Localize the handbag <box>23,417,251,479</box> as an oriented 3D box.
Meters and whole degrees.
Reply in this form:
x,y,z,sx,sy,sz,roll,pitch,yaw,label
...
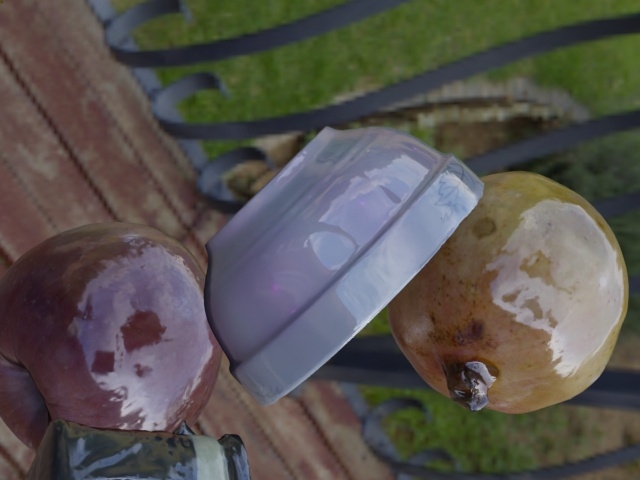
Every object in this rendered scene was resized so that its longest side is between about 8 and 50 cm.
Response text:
x,y,z,sx,sy,sz,roll,pitch,yaw,label
-0.151,0.247,1.273,0.181,0.254,0.181,8,51,-19,handbag

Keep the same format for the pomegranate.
x,y,z,sx,sy,sz,roll,pitch,yaw,label
0.234,0.083,2.089,0.338,0.338,0.338,-4,95,-50,pomegranate

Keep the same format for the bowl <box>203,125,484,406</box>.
x,y,z,sx,sy,sz,roll,pitch,yaw,label
0.000,0.000,1.449,0.144,0.287,0.287,46,52,-3,bowl

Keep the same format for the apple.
x,y,z,sx,sy,sz,roll,pitch,yaw,label
-0.245,0.121,1.815,0.235,0.305,0.306,-29,114,-33,apple

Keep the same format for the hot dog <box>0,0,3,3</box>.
x,y,z,sx,sy,sz,roll,pitch,yaw,label
-0.300,-0.195,1.305,0.216,0.047,0.066,-57,160,-74,hot dog
